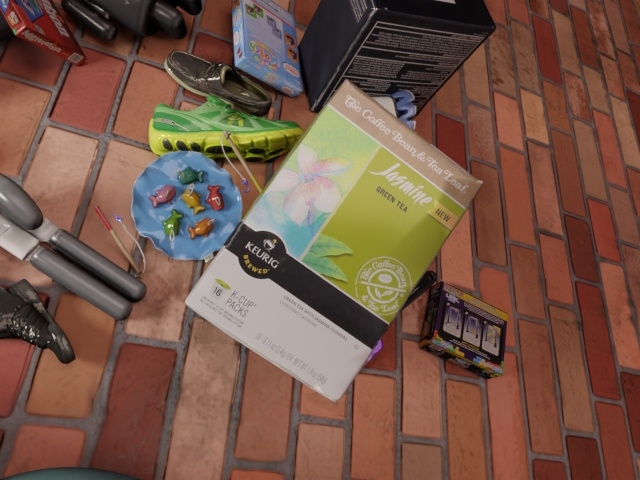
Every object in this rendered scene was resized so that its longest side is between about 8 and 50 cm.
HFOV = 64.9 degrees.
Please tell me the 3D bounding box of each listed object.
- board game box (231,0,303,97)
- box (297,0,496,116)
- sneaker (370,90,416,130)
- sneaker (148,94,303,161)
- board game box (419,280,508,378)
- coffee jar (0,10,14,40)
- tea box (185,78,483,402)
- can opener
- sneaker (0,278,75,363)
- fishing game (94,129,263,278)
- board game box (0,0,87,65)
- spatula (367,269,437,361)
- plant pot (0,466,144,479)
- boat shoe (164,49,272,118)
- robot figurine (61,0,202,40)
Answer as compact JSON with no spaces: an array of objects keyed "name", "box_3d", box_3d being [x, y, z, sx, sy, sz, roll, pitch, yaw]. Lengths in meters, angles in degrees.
[{"name":"board game box","box_3d":[-0.114,-0.428,1.071,0.160,0.039,0.211,17,58,-44]},{"name":"box","box_3d":[0.142,-0.426,1.073,0.296,0.294,0.182,-4,67,-28]},{"name":"sneaker","box_3d":[0.103,-0.174,1.056,0.182,0.127,0.315,2,72,-11]},{"name":"sneaker","box_3d":[-0.166,-0.214,0.938,0.296,0.109,0.123,-4,74,-27]},{"name":"board game box","box_3d":[0.292,0.181,1.019,0.170,0.048,0.141,27,57,-12]},{"name":"coffee jar","box_3d":[-0.594,-0.416,0.840,0.184,0.079,0.096,49,56,1]},{"name":"tea box","box_3d":[0.000,0.000,0.732,0.220,0.329,0.323,35,85,-7]},{"name":"can opener","box_3d":[-0.389,0.015,0.744,0.280,0.093,0.074,39,56,-11]},{"name":"sneaker","box_3d":[-0.424,0.119,0.700,0.089,0.051,0.170,-33,80,-33]},{"name":"fishing game","box_3d":[-0.218,-0.056,0.838,0.264,0.041,0.189,-33,105,-22]},{"name":"board game box","box_3d":[-0.521,-0.440,0.862,0.027,0.145,0.281,-34,83,10]},{"name":"spatula","box_3d":[0.132,0.139,0.969,0.296,0.030,0.084,-35,83,-33]},{"name":"plant pot","box_3d":[-0.317,0.367,0.533,0.195,0.290,0.290,16,54,24]},{"name":"boat shoe","box_3d":[-0.194,-0.316,0.992,0.224,0.073,0.080,29,58,-12]},{"name":"robot figurine","box_3d":[-0.361,-0.497,0.933,0.278,0.173,0.209,32,50,-10]}]
